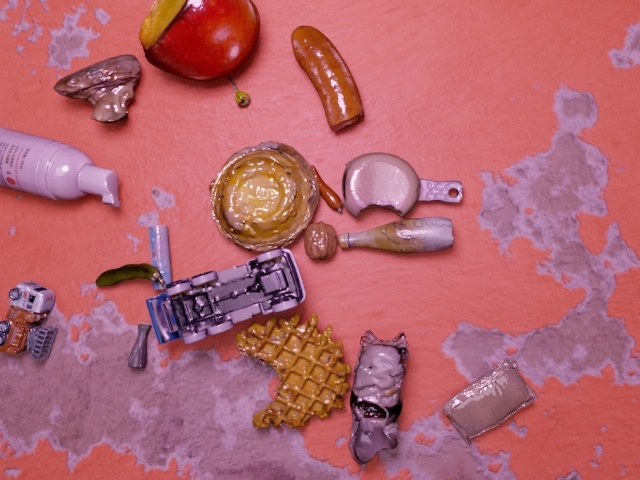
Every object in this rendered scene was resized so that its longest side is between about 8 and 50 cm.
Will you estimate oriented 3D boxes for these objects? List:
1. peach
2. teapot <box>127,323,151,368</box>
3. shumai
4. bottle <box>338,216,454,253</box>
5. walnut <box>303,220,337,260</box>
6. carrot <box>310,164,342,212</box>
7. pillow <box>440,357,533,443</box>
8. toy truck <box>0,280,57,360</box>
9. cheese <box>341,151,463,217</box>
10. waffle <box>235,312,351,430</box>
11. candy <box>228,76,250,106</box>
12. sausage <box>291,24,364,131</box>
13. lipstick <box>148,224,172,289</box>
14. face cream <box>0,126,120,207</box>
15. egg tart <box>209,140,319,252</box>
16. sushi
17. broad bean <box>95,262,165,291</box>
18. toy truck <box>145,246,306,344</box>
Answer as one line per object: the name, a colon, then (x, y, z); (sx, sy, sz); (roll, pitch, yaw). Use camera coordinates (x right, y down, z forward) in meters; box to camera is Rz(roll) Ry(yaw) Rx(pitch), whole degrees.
peach: (-0.282, -0.491, 1.113); (0.275, 0.248, 0.245); (-38, 108, 10)
teapot: (-0.449, 0.261, 1.200); (0.043, 0.043, 0.110); (10, 85, 5)
shumai: (-0.530, -0.365, 1.187); (0.210, 0.161, 0.152); (-29, 109, -19)
bottle: (0.177, -0.009, 1.141); (0.270, 0.083, 0.083); (-3, 88, 10)
walnut: (0.000, 0.000, 1.157); (0.079, 0.082, 0.096); (5, 87, -24)
carrot: (0.011, -0.126, 1.181); (0.035, 0.035, 0.142); (-36, 82, 2)
pillow: (0.394, 0.375, 1.124); (0.208, 0.053, 0.119); (-35, 90, 2)
toy truck: (-0.724, 0.199, 1.202); (0.115, 0.080, 0.177); (17, 91, 0)
cheese: (0.194, -0.122, 1.143); (0.287, 0.082, 0.163); (7, 90, 4)
waffle: (-0.057, 0.312, 1.124); (0.260, 0.069, 0.292); (-13, 104, 2)
candy: (-0.217, -0.390, 1.210); (0.035, 0.035, 0.122); (-24, 76, -28)
sausage: (0.015, -0.398, 1.156); (0.109, 0.109, 0.270); (-29, 87, 3)
lipstick: (-0.400, 0.042, 1.198); (0.048, 0.048, 0.157); (-5, 88, 4)
face cream: (-0.654, -0.173, 1.179); (0.370, 0.145, 0.145); (14, 89, 3)
egg tart: (-0.141, -0.112, 1.149); (0.279, 0.095, 0.278); (-2, 79, 8)
sushi: (0.131, 0.364, 1.106); (0.124, 0.130, 0.331); (6, 89, 5)
broad bean: (-0.466, 0.087, 1.178); (0.227, 0.039, 0.069); (-1, 61, 28)
toy truck: (-0.216, 0.130, 1.118); (0.368, 0.175, 0.146); (-17, 89, 4)
